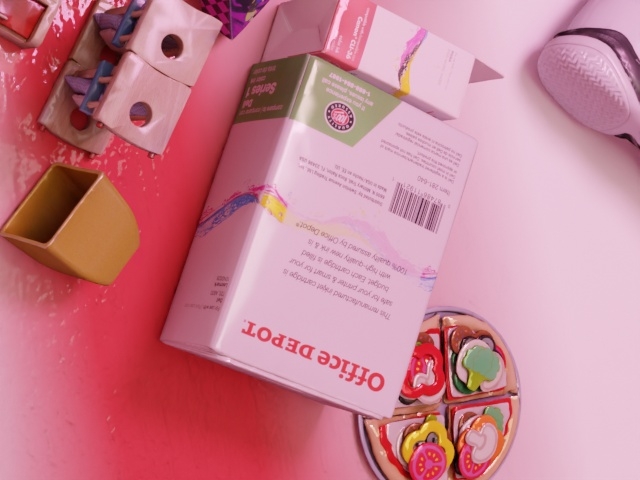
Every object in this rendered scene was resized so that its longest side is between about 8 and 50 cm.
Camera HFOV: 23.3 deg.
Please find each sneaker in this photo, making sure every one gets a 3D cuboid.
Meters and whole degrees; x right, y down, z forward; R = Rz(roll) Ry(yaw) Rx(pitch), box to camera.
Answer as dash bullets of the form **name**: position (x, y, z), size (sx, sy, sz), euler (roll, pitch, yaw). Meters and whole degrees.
- **sneaker**: position (0.408, -0.163, 1.648), size (0.366, 0.137, 0.210), euler (36, 76, -24)

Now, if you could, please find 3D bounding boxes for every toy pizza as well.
- **toy pizza**: position (0.126, 0.166, 1.546), size (0.201, 0.032, 0.201), euler (-1, 92, -32)

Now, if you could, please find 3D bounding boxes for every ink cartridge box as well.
- **ink cartridge box**: position (0.060, -0.159, 1.448), size (0.198, 0.115, 0.067), euler (22, 79, -30)
- **ink cartridge box**: position (0.000, 0.000, 1.414), size (0.201, 0.117, 0.278), euler (24, 79, -30)

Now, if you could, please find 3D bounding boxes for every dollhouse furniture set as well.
- **dollhouse furniture set**: position (-0.208, -0.163, 1.275), size (0.184, 0.129, 0.129), euler (30, 76, -30)

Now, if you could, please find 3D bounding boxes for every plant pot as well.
- **plant pot**: position (-0.203, -0.006, 1.316), size (0.081, 0.081, 0.083), euler (-55, 128, -18)

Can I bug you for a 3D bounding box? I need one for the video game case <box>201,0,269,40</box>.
- **video game case**: position (-0.029, -0.311, 1.339), size (0.042, 0.232, 0.210), euler (35, 69, 14)
